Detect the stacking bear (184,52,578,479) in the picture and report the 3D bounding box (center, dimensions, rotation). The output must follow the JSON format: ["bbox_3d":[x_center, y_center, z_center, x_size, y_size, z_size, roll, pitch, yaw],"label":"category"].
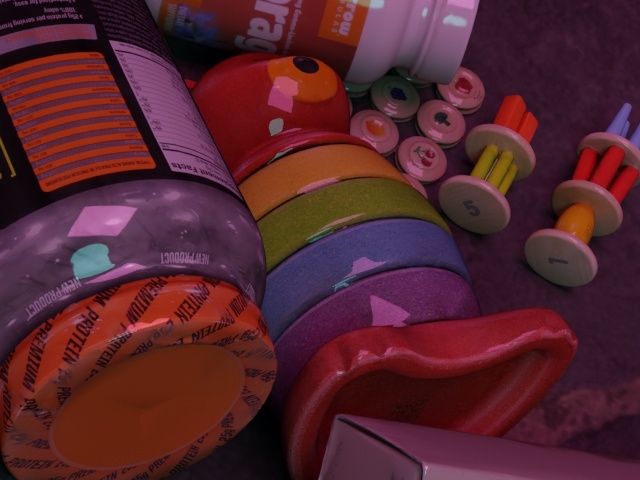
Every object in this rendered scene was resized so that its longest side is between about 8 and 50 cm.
[{"bbox_3d":[0.000,0.000,1.102,0.175,0.164,0.289,-5,52,-30],"label":"stacking bear"}]

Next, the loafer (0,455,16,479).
[{"bbox_3d":[-0.237,0.111,0.996,0.223,0.076,0.078,38,48,0],"label":"loafer"}]

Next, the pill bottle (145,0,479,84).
[{"bbox_3d":[-0.006,-0.174,1.210,0.216,0.121,0.121,14,57,-5],"label":"pill bottle"}]

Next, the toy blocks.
[{"bbox_3d":[0.163,-0.056,1.253,0.123,0.054,0.148,32,55,0],"label":"toy blocks"}]

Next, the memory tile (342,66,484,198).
[{"bbox_3d":[0.045,-0.087,1.255,0.113,0.012,0.148,30,56,-1],"label":"memory tile"}]

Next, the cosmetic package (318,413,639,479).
[{"bbox_3d":[0.146,0.202,0.991,0.309,0.113,0.160,13,94,-25],"label":"cosmetic package"}]

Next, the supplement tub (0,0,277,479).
[{"bbox_3d":[-0.151,-0.028,1.008,0.194,0.193,0.316,-9,53,-24],"label":"supplement tub"}]
